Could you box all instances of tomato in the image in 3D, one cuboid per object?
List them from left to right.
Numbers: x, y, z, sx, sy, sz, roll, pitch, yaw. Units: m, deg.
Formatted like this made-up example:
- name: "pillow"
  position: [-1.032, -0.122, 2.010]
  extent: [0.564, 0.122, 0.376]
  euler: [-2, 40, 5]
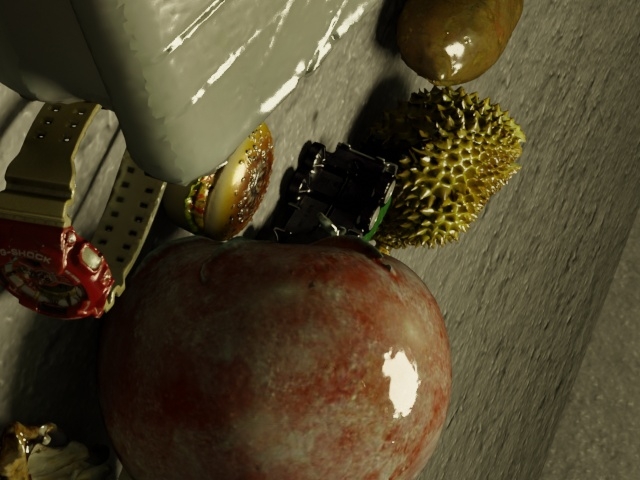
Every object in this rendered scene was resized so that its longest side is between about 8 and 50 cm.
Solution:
- name: "tomato"
  position: [-0.039, 0.117, 1.627]
  extent: [0.316, 0.316, 0.283]
  euler: [12, 79, -69]

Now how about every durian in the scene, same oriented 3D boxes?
- name: "durian"
  position: [0.105, -0.078, 2.078]
  extent: [0.138, 0.193, 0.237]
  euler: [34, 90, -40]

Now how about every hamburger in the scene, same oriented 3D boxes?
- name: "hamburger"
  position: [-0.089, -0.060, 1.684]
  extent: [0.126, 0.081, 0.141]
  euler: [-67, 160, -13]

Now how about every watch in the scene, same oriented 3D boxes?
- name: "watch"
  position: [-0.175, -0.066, 1.471]
  extent: [0.165, 0.102, 0.268]
  euler: [65, 39, -59]

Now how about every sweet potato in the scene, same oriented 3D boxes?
- name: "sweet potato"
  position: [0.188, -0.287, 2.151]
  extent: [0.422, 0.130, 0.130]
  euler: [-48, 149, -55]

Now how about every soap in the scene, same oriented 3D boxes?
- name: "soap"
  position: [-0.097, -0.297, 1.206]
  extent: [0.350, 0.213, 0.435]
  euler: [-48, 152, -23]

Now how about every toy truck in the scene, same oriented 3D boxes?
- name: "toy truck"
  position: [0.000, 0.000, 1.944]
  extent: [0.125, 0.101, 0.242]
  euler: [102, 15, -50]

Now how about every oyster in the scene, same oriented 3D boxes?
- name: "oyster"
  position: [-0.232, 0.212, 1.562]
  extent: [0.345, 0.078, 0.129]
  euler: [75, 37, -68]

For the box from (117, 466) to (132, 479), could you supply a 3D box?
- name: "box"
  position: [-0.183, 0.264, 1.684]
  extent: [0.167, 0.024, 0.090]
  euler: [-72, 173, -46]
